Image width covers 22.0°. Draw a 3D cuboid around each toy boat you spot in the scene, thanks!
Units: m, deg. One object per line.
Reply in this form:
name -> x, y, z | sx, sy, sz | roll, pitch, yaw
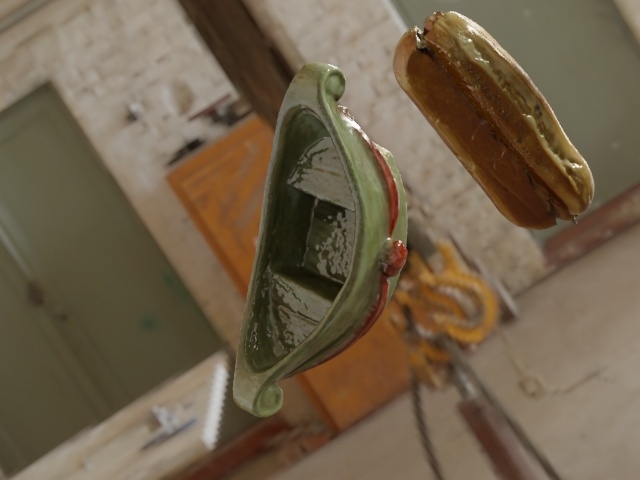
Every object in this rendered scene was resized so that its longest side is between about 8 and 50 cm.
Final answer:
toy boat -> 0.001, 0.001, 0.847 | 0.071, 0.185, 0.089 | -1, 16, -45

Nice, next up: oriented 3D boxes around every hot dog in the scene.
hot dog -> 0.146, -0.090, 1.320 | 0.092, 0.236, 0.062 | -20, 35, 30
